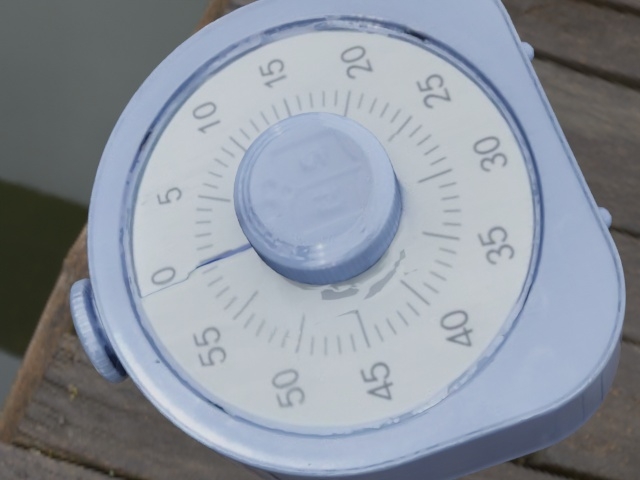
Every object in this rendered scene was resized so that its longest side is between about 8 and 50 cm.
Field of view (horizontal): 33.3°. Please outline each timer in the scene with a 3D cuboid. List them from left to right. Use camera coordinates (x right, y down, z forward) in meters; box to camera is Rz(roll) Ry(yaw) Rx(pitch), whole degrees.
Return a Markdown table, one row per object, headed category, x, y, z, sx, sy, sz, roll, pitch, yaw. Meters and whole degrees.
| category | x | y | z | sx | sy | sz | roll | pitch | yaw |
| --- | --- | --- | --- | --- | --- | --- | --- | --- | --- |
| timer | 0.000 | 0.000 | 0.767 | 0.395 | 0.173 | 0.394 | -4 | 70 | 11 |
